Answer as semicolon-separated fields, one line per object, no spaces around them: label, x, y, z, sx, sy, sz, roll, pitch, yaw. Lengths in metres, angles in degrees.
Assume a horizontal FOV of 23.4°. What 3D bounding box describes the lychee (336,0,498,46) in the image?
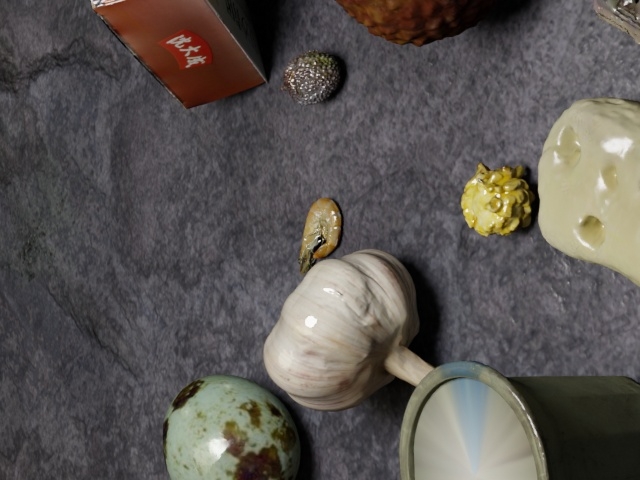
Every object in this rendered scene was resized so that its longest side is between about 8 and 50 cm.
lychee;0.092;-0.329;1.552;0.260;0.260;0.261;3;94;55

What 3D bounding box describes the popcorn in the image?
popcorn;0.181;-0.043;1.596;0.082;0.057;0.083;-42;61;55

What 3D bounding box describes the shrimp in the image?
shrimp;0.000;0.000;1.886;0.059;0.023;0.108;34;119;39

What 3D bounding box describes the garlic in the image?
garlic;0.064;0.132;1.696;0.226;0.199;0.199;35;123;19

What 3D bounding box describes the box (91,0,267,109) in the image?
box;-0.204;-0.404;1.898;0.122;0.344;0.385;-17;72;8

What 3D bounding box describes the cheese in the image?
cheese;0.301;-0.035;1.396;0.263;0.093;0.159;32;116;50

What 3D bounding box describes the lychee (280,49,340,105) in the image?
lychee;-0.013;-0.196;1.853;0.083;0.068;0.067;-14;57;32

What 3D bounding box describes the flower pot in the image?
flower pot;0.209;0.211;1.440;0.212;0.202;0.212;1;91;53

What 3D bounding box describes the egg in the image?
egg;-0.117;0.251;1.938;0.231;0.169;0.169;-135;53;-60

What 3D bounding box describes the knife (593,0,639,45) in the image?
knife;0.351;-0.157;1.362;0.365;0.043;0.089;46;126;44
